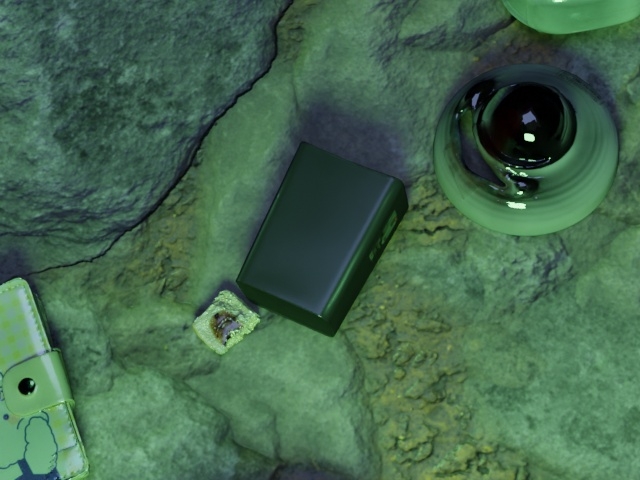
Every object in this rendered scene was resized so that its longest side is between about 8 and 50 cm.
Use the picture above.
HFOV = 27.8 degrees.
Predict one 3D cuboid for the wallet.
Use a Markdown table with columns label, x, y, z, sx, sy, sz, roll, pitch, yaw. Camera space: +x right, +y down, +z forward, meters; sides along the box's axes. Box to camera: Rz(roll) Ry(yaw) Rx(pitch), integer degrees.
| label | x | y | z | sx | sy | sz | roll | pitch | yaw |
| --- | --- | --- | --- | --- | --- | --- | --- | --- | --- |
| wallet | -0.453 | 0.231 | 1.803 | 0.223 | 0.077 | 0.310 | -22 | 68 | 0 |

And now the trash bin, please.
| label | x | y | z | sx | sy | sz | roll | pitch | yaw |
| --- | --- | --- | --- | --- | --- | --- | --- | --- | --- |
| trash bin | 0.000 | 0.000 | 1.830 | 0.165 | 0.115 | 0.225 | 23 | 73 | 16 |

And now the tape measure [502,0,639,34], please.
| label | x | y | z | sx | sy | sz | roll | pitch | yaw |
| --- | --- | --- | --- | --- | --- | --- | --- | --- | --- |
| tape measure | 0.377 | -0.427 | 1.965 | 0.243 | 0.125 | 0.246 | 1 | 64 | 14 |

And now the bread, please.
| label | x | y | z | sx | sy | sz | roll | pitch | yaw |
| --- | --- | --- | --- | --- | --- | --- | --- | --- | --- |
| bread | -0.136 | 0.115 | 1.837 | 0.083 | 0.035 | 0.070 | -44 | 67 | -9 |

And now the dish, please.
| label | x | y | z | sx | sy | sz | roll | pitch | yaw |
| --- | --- | --- | --- | --- | --- | --- | --- | --- | --- |
| dish | 0.294 | -0.156 | 1.852 | 0.273 | 0.134 | 0.273 | -3 | 66 | 7 |
